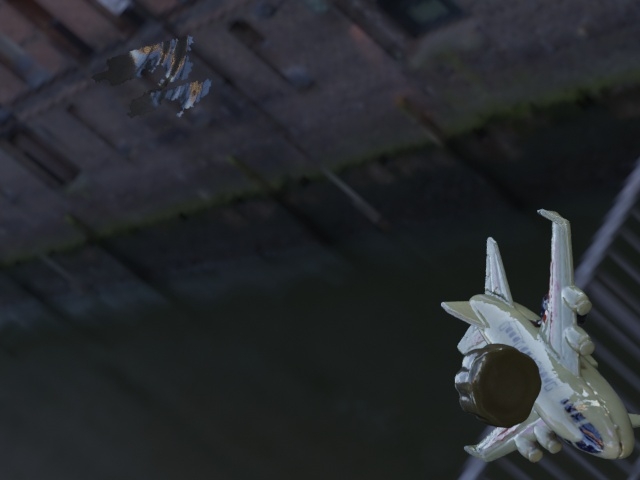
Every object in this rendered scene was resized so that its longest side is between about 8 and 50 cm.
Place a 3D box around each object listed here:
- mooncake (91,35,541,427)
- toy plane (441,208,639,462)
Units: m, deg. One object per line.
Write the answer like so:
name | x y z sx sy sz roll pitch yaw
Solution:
mooncake | 0.005 -0.004 1.059 0.150 0.346 0.057 -32 -2 -28
toy plane | 0.191 0.106 1.382 0.256 0.104 0.242 41 124 46
